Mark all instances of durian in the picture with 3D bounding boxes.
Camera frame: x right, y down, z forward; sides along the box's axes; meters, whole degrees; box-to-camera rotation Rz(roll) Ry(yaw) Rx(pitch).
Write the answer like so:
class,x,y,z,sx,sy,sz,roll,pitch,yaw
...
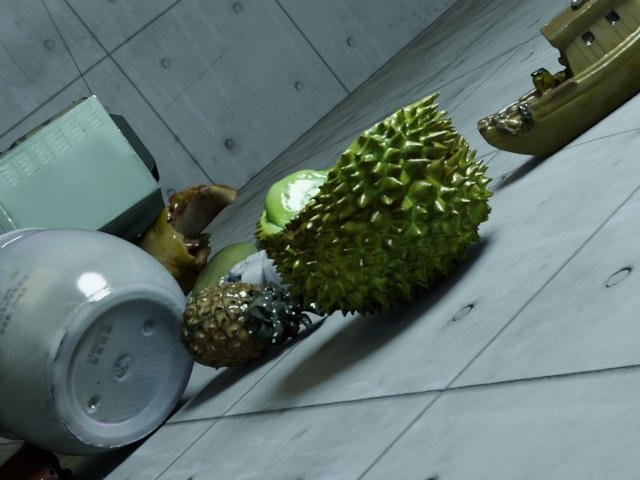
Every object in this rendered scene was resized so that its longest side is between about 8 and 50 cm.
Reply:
class,x,y,z,sx,sy,sz,roll,pitch,yaw
durian,0.059,-0.026,1.344,0.237,0.176,0.200,-41,16,24

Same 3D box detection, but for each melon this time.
class,x,y,z,sx,sy,sz,roll,pitch,yaw
melon,-0.125,0.066,1.910,0.099,0.099,0.162,-31,14,41

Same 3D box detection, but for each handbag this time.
class,x,y,z,sx,sy,sz,roll,pitch,yaw
handbag,-0.411,0.355,1.671,0.260,0.084,0.275,-38,9,-10

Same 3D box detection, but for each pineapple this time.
class,x,y,z,sx,sy,sz,roll,pitch,yaw
pineapple,-0.071,0.090,1.596,0.197,0.108,0.108,-17,20,37

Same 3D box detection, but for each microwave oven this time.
class,x,y,z,sx,sy,sz,roll,pitch,yaw
microwave oven,-0.357,-0.069,1.974,0.237,0.181,0.295,-36,-3,-7

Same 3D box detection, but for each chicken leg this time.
class,x,y,z,sx,sy,sz,roll,pitch,yaw
chicken leg,-0.251,0.088,1.959,0.409,0.182,0.295,-48,13,23

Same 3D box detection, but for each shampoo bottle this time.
class,x,y,z,sx,sy,sz,roll,pitch,yaw
shampoo bottle,-0.313,0.119,1.705,0.266,0.273,0.273,17,51,45

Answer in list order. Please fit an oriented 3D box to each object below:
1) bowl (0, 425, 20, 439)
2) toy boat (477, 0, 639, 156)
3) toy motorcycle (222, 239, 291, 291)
class,x,y,z,sx,sy,sz,roll,pitch,yaw
bowl,-0.444,0.229,2.244,0.277,0.145,0.277,-38,10,8
toy boat,0.302,-0.208,1.468,0.321,0.121,0.089,-37,14,10
toy motorcycle,0.000,0.000,1.753,0.260,0.110,0.171,-36,22,-31
